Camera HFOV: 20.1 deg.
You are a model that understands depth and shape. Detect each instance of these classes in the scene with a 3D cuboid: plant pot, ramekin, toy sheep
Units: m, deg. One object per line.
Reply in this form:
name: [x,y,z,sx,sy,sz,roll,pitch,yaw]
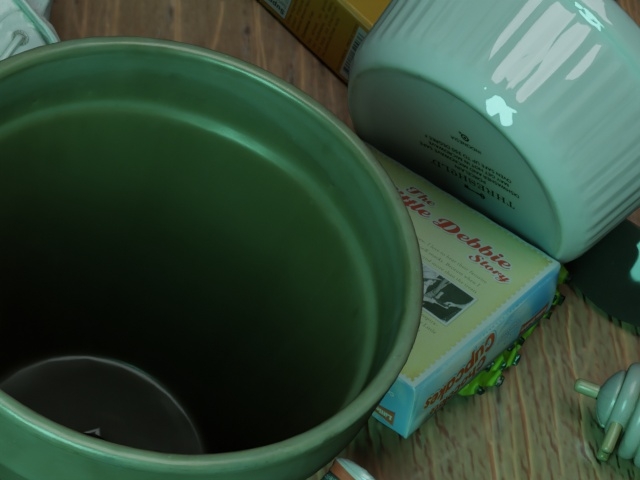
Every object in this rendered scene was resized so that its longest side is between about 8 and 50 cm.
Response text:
plant pot: [-0.130,0.078,1.171,0.323,0.280,0.323,11,50,-13]
ramekin: [0.140,-0.096,1.399,0.273,0.273,0.127,39,68,12]
toy sheep: [0.258,0.138,1.399,0.132,0.091,0.091,23,49,6]

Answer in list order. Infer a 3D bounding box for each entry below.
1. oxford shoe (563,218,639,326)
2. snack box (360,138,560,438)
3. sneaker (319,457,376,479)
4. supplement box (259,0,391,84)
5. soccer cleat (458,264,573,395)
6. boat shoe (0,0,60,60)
oxford shoe: [0.284,0.036,1.512,0.212,0.076,0.076,33,19,10]
snack box: [0.000,0.000,1.386,0.322,0.060,0.187,33,48,24]
sneaker: [0.050,0.227,1.280,0.065,0.061,0.158,-44,73,-11]
supplement box: [0.014,-0.217,1.595,0.078,0.080,0.233,-31,70,-37]
soccer cleat: [0.135,0.061,1.436,0.072,0.060,0.179,28,42,16]
boat shoe: [-0.245,-0.112,1.375,0.156,0.136,0.367,33,56,-3]
